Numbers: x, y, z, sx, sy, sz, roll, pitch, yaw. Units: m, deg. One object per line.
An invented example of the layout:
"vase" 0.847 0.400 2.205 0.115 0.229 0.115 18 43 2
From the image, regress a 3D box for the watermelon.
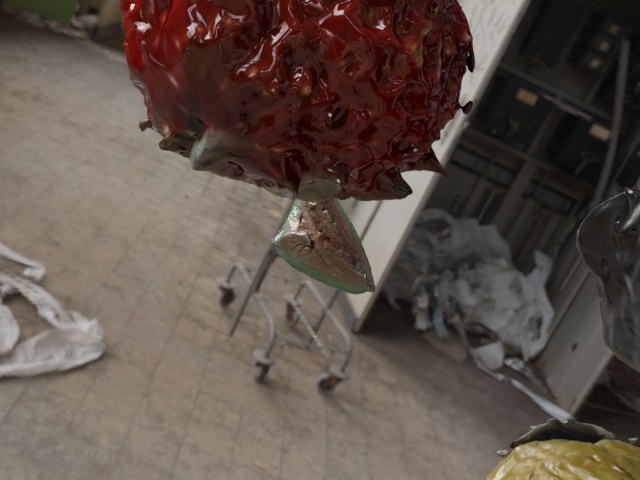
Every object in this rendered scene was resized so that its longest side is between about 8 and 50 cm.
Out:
"watermelon" 0.004 0.003 0.910 0.155 0.101 0.080 49 5 -7

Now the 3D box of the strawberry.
"strawberry" -0.008 -0.203 0.580 0.292 0.344 0.292 9 20 -3

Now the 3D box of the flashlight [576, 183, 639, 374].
"flashlight" 0.315 -0.049 0.386 0.424 0.103 0.103 -23 38 -19

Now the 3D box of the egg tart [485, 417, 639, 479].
"egg tart" 0.241 0.259 0.622 0.232 0.098 0.252 -32 67 -19
